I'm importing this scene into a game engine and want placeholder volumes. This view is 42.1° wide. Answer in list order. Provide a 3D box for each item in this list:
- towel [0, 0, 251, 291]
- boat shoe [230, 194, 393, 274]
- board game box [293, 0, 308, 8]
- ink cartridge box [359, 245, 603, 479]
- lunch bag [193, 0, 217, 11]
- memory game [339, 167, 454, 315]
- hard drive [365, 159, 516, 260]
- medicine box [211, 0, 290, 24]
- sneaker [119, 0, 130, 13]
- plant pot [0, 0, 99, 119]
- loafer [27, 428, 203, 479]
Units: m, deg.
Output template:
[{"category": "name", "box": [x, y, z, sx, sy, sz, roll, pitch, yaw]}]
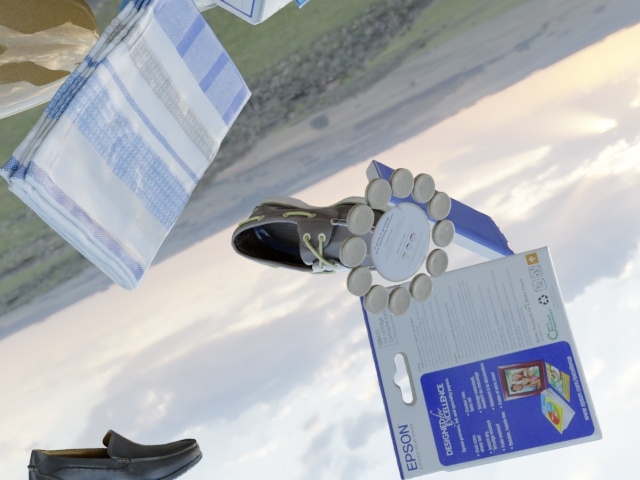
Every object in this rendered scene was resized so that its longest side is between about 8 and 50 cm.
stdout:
[{"category": "towel", "box": [-0.177, -0.110, 0.844, 0.034, 0.209, 0.285, 12, -118, 32]}, {"category": "boat shoe", "box": [0.000, 0.000, 1.212, 0.325, 0.116, 0.097, 9, -142, 44]}, {"category": "board game box", "box": [-0.040, -0.482, 1.242, 0.160, 0.211, 0.039, -41, -172, 2]}, {"category": "ink cartridge box", "box": [0.244, 0.191, 1.298, 0.307, 0.303, 0.072, -16, 164, 13]}, {"category": "lunch bag", "box": [-0.221, -0.541, 1.503, 0.287, 0.168, 0.235, -12, 174, 29]}, {"category": "memory game", "box": [0.096, 0.003, 1.010, 0.186, 0.186, 0.012, -29, -153, -30]}, {"category": "hard drive", "box": [0.257, -0.059, 1.792, 0.040, 0.319, 0.210, -60, -162, 21]}, {"category": "medicine box", "box": [-0.114, -0.445, 1.050, 0.263, 0.289, 0.149, -48, 166, -40]}, {"category": "sneaker", "box": [-0.276, -0.333, 1.462, 0.088, 0.228, 0.092, -25, -173, 11]}, {"category": "plant pot", "box": [-0.399, -0.237, 0.970, 0.237, 0.237, 0.254, -25, 174, 39]}, {"category": "loafer", "box": [-0.196, 0.214, 0.806, 0.170, 0.061, 0.062, -10, -179, -31]}]
